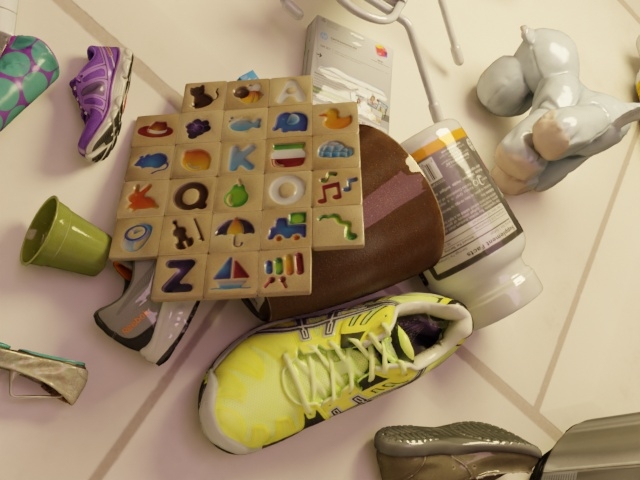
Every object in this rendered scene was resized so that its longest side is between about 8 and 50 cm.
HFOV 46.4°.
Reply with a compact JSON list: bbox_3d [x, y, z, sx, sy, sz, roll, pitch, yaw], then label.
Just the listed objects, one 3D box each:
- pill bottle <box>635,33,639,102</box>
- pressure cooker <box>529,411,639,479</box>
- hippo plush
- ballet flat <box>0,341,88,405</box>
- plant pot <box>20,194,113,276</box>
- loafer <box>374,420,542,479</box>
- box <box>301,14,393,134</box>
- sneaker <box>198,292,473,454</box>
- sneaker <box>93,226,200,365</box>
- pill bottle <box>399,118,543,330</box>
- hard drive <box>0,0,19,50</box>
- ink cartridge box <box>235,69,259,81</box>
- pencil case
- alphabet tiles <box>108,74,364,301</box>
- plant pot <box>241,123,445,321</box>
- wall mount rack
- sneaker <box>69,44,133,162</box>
[{"bbox_3d":[0.747,-0.275,1.495,0.187,0.188,0.334,2,71,-31],"label":"pill bottle"},{"bbox_3d":[0.524,0.396,0.962,0.375,0.420,0.370,-14,79,-35],"label":"pressure cooker"},{"bbox_3d":[0.366,-0.236,1.211,0.234,0.294,0.237,-2,63,-54],"label":"hippo plush"},{"bbox_3d":[-0.324,0.131,0.770,0.168,0.057,0.052,22,72,-23],"label":"ballet flat"},{"bbox_3d":[-0.279,0.003,0.838,0.079,0.083,0.083,27,59,-33],"label":"plant pot"},{"bbox_3d":[0.182,0.298,1.006,0.251,0.094,0.088,6,93,-20],"label":"loafer"},{"bbox_3d":[0.041,-0.237,1.143,0.145,0.038,0.186,17,65,-26],"label":"box"},{"bbox_3d":[0.025,0.139,0.923,0.384,0.147,0.145,-22,86,-34],"label":"sneaker"},{"bbox_3d":[-0.174,0.007,0.885,0.108,0.100,0.272,26,58,-10],"label":"sneaker"},{"bbox_3d":[0.194,-0.021,1.078,0.162,0.162,0.279,-30,89,-36],"label":"pill bottle"},{"bbox_3d":[-0.472,-0.415,0.893,0.232,0.047,0.353,9,67,-29],"label":"hard drive"},{"bbox_3d":[-0.089,-0.187,1.038,0.028,0.048,0.083,-38,93,-36],"label":"ink cartridge box"},{"bbox_3d":[-0.370,-0.169,0.850,0.070,0.064,0.152,49,53,-26],"label":"pencil case"},{"bbox_3d":[-0.094,-0.076,0.885,0.285,0.011,0.343,-4,52,4],"label":"alphabet tiles"},{"bbox_3d":[0.000,0.000,0.944,0.230,0.215,0.215,-32,90,-23],"label":"plant pot"},{"bbox_3d":[0.112,-0.353,1.144,0.304,0.130,0.350,33,44,-6],"label":"wall mount rack"},{"bbox_3d":[-0.277,-0.169,0.920,0.071,0.068,0.170,9,58,-12],"label":"sneaker"}]
